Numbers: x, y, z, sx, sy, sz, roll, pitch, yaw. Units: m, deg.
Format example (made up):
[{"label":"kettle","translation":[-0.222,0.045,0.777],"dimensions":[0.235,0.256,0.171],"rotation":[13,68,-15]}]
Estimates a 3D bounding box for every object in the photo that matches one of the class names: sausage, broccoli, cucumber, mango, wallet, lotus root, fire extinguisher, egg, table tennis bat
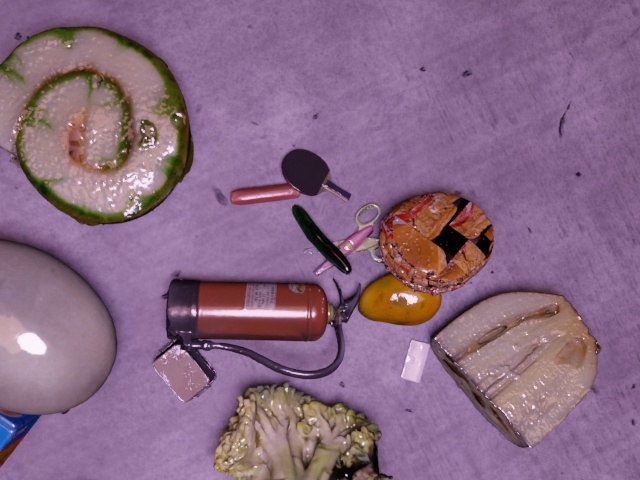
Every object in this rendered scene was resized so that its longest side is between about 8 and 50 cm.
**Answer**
[{"label":"sausage","translation":[-0.109,-0.094,1.163],"dimensions":[0.147,0.035,0.030],"rotation":[-8,64,-7]},{"label":"broccoli","translation":[-0.030,0.410,1.012],"dimensions":[0.293,0.281,0.347],"rotation":[-30,92,4]},{"label":"cucumber","translation":[0.000,0.000,1.158],"dimensions":[0.036,0.033,0.184],"rotation":[-43,81,18]},{"label":"mango","translation":[0.161,0.114,1.156],"dimensions":[0.163,0.089,0.111],"rotation":[9,84,0]},{"label":"wallet","translation":[0.197,0.249,1.190],"dimensions":[0.044,0.011,0.083],"rotation":[17,85,-6]},{"label":"lotus root","translation":[0.398,0.225,1.155],"dimensions":[0.260,0.149,0.267],"rotation":[-38,74,-12]},{"label":"fire extinguisher","translation":[-0.100,0.166,1.100],"dimensions":[0.376,0.113,0.200],"rotation":[1,75,-7]},{"label":"egg","translation":[-0.518,0.144,0.984],"dimensions":[0.352,0.258,0.258],"rotation":[41,83,0]},{"label":"table tennis bat","translation":[-0.007,-0.126,1.176],"dimensions":[0.158,0.014,0.095],"rotation":[31,63,-11]}]

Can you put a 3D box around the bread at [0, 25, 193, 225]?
[{"label":"bread","translation":[-0.437,-0.208,1.080],"dimensions":[0.382,0.129,0.366],"rotation":[-3,87,-7]}]

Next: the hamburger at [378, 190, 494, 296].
[{"label":"hamburger","translation":[0.220,-0.002,1.126],"dimensions":[0.231,0.107,0.231],"rotation":[4,61,-7]}]

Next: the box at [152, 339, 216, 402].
[{"label":"box","translation":[-0.263,0.249,1.103],"dimensions":[0.084,0.069,0.122],"rotation":[-40,92,-8]}]

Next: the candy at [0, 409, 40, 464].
[{"label":"candy","translation":[-0.638,0.407,1.003],"dimensions":[0.100,0.157,0.306],"rotation":[39,83,-3]}]

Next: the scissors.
[{"label":"scissors","translation":[0.062,0.011,1.183],"dimensions":[0.187,0.020,0.133],"rotation":[-23,83,-8]}]
